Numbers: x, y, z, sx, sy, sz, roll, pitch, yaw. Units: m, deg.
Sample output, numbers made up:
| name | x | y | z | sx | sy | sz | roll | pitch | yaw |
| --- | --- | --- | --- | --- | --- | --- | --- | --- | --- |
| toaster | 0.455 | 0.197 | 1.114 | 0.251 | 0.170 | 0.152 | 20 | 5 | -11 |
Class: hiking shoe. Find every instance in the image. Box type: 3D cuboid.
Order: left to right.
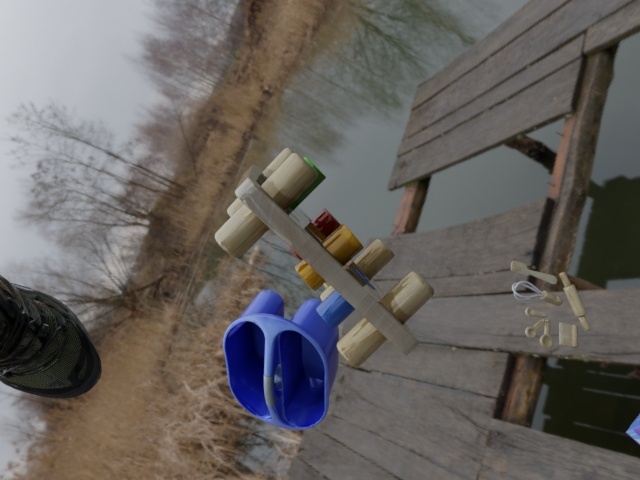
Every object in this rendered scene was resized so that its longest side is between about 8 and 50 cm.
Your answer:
| name | x | y | z | sx | sy | sz | roll | pitch | yaw |
| --- | --- | --- | --- | --- | --- | --- | --- | --- | --- |
| hiking shoe | -0.258 | 0.072 | 0.400 | 0.086 | 0.227 | 0.114 | -43 | 37 | -9 |

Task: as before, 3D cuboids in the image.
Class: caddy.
| name | x | y | z | sx | sy | sz | roll | pitch | yaw |
| --- | --- | --- | --- | --- | --- | --- | --- | --- | --- |
| caddy | -0.087 | 0.278 | 1.166 | 0.179 | 0.241 | 0.342 | -61 | -25 | -54 |

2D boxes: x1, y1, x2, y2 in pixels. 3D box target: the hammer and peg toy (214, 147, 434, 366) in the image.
| name | x | y | z | sx | sy | sz | roll | pitch | yaw |
| --- | --- | --- | --- | --- | --- | --- | --- | --- | --- |
| hammer and peg toy | 0.000 | 0.000 | 0.695 | 0.127 | 0.266 | 0.361 | -45 | 12 | 4 |

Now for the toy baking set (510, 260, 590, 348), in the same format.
| name | x | y | z | sx | sy | sz | roll | pitch | yaw |
| --- | --- | --- | --- | --- | --- | --- | --- | --- | --- |
| toy baking set | 0.596 | 0.161 | 1.352 | 0.030 | 0.196 | 0.256 | 136 | 121 | -66 |

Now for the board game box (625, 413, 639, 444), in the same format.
| name | x | y | z | sx | sy | sz | roll | pitch | yaw |
| --- | --- | --- | --- | --- | --- | --- | --- | --- | --- |
| board game box | 0.722 | 0.259 | 0.927 | 0.233 | 0.078 | 0.347 | -40 | -23 | -18 |
